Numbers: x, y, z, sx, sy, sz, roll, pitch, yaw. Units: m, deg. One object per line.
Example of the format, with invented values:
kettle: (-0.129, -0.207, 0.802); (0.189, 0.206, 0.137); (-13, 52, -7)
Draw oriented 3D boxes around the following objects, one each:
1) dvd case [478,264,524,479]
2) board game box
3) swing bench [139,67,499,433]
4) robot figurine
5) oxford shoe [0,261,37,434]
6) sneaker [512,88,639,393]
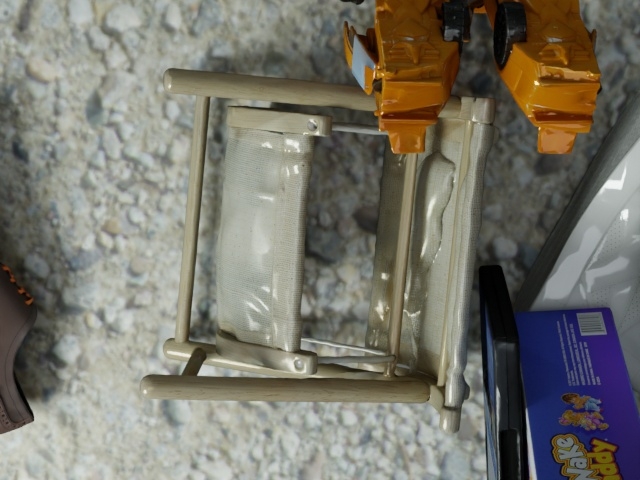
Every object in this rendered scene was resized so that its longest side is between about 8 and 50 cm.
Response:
dvd case: (0.143, 0.164, 0.906); (0.022, 0.180, 0.253); (-3, 105, 5)
board game box: (0.189, 0.241, 0.812); (0.078, 0.347, 0.233); (-4, 120, 6)
swing bench: (0.000, 0.000, 0.927); (0.254, 0.165, 0.253); (6, 98, -1)
robot figurine: (0.100, -0.174, 0.849); (0.211, 0.291, 0.085); (1, 128, -2)
oxford shoe: (-0.298, 0.038, 1.004); (0.098, 0.097, 0.271); (-4, 102, -14)
sneaker: (0.294, -0.013, 0.929); (0.169, 0.108, 0.293); (27, 109, 0)
